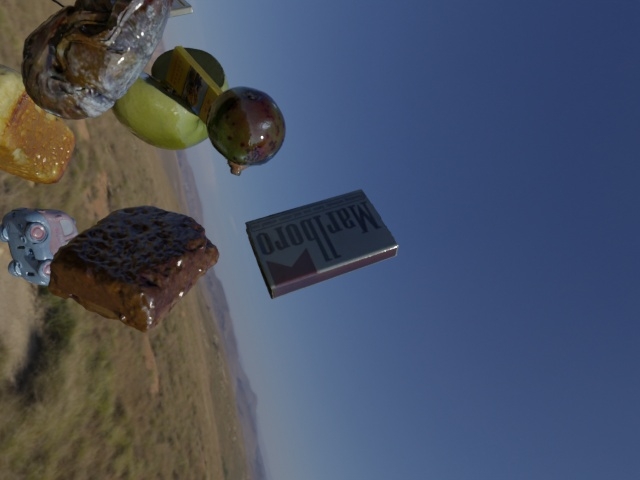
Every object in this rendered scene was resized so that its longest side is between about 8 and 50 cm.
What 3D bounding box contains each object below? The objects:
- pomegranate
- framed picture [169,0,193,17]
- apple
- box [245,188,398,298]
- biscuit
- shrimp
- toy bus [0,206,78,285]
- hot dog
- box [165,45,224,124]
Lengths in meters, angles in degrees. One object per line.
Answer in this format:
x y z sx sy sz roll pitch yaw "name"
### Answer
-0.110 -0.169 0.688 0.130 0.130 0.130 166 -90 -75 "pomegranate"
-0.454 -0.591 1.144 0.289 0.211 0.020 -125 -159 -47 "framed picture"
-0.394 -0.362 1.187 0.258 0.295 0.233 37 -46 13 "apple"
0.000 0.000 0.608 0.036 0.177 0.115 90 -22 -54 "box"
-0.534 0.056 1.338 0.395 0.342 0.166 -60 164 -53 "biscuit"
-0.267 -0.311 0.601 0.145 0.343 0.116 41 2 9 "shrimp"
-1.001 0.009 1.656 0.232 0.197 0.294 -36 121 -59 "toy bus"
-0.771 -0.282 1.085 0.405 0.223 0.185 143 -34 -76 "hot dog"
-0.258 -0.315 0.933 0.155 0.023 0.087 48 -48 9 "box"
